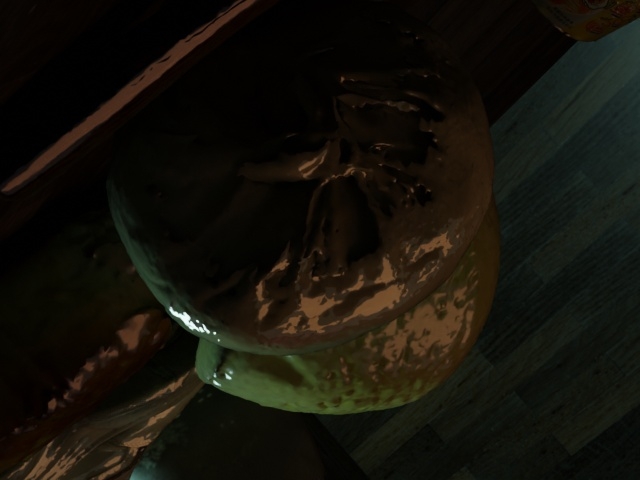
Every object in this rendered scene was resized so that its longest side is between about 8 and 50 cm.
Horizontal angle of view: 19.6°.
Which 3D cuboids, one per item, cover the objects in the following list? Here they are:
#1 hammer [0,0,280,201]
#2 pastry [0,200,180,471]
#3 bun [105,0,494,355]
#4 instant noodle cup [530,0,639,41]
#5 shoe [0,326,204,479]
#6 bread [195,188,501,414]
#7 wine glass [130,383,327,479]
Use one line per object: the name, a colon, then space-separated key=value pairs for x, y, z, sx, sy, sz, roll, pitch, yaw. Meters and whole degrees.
hammer: x=-0.055 y=-0.153 z=1.196 sx=0.409 sy=0.095 sz=0.242 roll=-39 pitch=175 yaw=1
pastry: x=-0.243 y=0.098 z=1.602 sx=0.329 sy=0.136 sz=0.329 roll=-40 pitch=177 yaw=-3
bun: x=-0.015 y=-0.065 z=1.305 sx=0.287 sy=0.287 sz=0.146 roll=-39 pitch=160 yaw=-18
instant noodle cup: x=0.289 y=-0.307 z=1.875 sx=0.153 sy=0.205 sz=0.205 roll=-32 pitch=-179 yaw=36
shoe: x=-0.230 y=0.189 z=1.836 sx=0.342 sy=0.132 sz=0.210 roll=-34 pitch=148 yaw=-9
bread: x=0.010 y=0.001 z=1.629 sx=0.237 sy=0.320 sz=0.320 roll=7 pitch=147 yaw=-27
wine glass: x=-0.154 y=0.192 z=2.008 sx=0.238 sy=0.323 sz=0.238 roll=-38 pitch=175 yaw=-4
